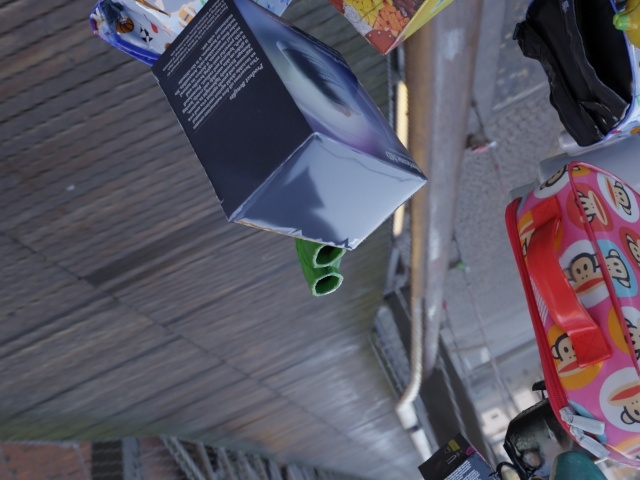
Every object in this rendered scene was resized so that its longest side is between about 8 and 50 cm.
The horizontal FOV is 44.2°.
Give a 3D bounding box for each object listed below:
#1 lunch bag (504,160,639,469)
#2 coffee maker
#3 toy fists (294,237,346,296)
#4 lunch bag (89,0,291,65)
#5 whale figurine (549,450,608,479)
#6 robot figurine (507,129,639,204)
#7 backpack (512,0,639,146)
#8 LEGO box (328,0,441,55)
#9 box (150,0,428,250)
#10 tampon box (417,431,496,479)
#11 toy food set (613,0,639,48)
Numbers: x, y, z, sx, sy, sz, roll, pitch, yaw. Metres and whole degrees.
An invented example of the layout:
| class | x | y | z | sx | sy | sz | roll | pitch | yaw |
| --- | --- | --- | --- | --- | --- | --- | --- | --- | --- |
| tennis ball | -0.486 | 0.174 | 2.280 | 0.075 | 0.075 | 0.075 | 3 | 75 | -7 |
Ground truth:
| class | x | y | z | sx | sy | sz | roll | pitch | yaw |
| --- | --- | --- | --- | --- | --- | --- | --- | --- | --- |
| lunch bag | 0.294 | 0.070 | 0.774 | 0.258 | 0.293 | 0.120 | 22 | 137 | -33 |
| coffee maker | 0.336 | 0.252 | 1.028 | 0.171 | 0.120 | 0.178 | -51 | 178 | -39 |
| toy fists | 0.000 | 0.000 | 1.666 | 0.096 | 0.142 | 0.279 | -18 | 155 | -10 |
| lunch bag | -0.280 | -0.554 | 1.763 | 0.385 | 0.328 | 0.239 | 6 | 137 | 19 |
| whale figurine | 0.275 | 0.284 | 0.597 | 0.216 | 0.272 | 0.141 | -36 | 177 | -45 |
| robot figurine | 0.502 | -0.075 | 1.331 | 0.353 | 0.300 | 0.200 | -17 | -154 | 17 |
| backpack | 0.426 | -0.279 | 1.140 | 0.213 | 0.264 | 0.276 | -8 | 168 | -4 |
| LEGO box | 0.279 | -0.656 | 1.599 | 0.500 | 0.193 | 0.372 | -44 | 178 | -33 |
| box | -0.039 | -0.166 | 1.145 | 0.182 | 0.294 | 0.296 | -42 | 151 | 23 |
| tampon box | 0.259 | 0.425 | 1.321 | 0.101 | 0.161 | 0.120 | -40 | -176 | -2 |
| toy food set | 0.248 | -0.229 | 0.558 | 0.071 | 0.128 | 0.218 | -4 | 126 | -4 |
